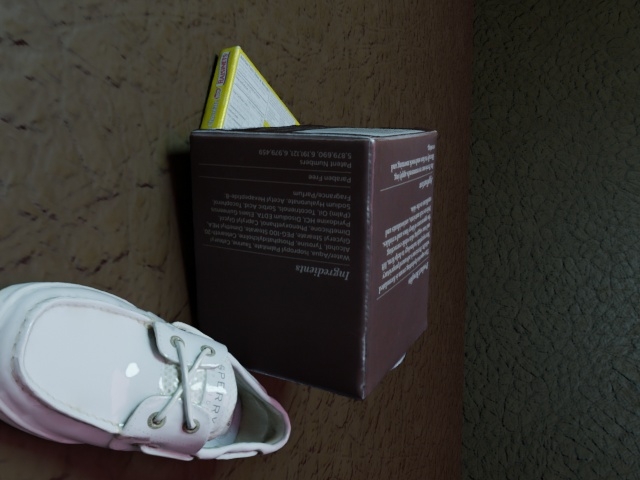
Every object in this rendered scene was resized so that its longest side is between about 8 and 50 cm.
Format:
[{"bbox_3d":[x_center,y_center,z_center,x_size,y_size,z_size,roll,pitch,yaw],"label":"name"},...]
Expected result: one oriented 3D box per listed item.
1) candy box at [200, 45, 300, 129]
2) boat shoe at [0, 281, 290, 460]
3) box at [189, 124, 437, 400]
[{"bbox_3d":[-0.055,-0.099,0.591,0.206,0.027,0.105,43,50,-59],"label":"candy box"},{"bbox_3d":[-0.101,0.101,0.387,0.277,0.096,0.098,48,47,-56],"label":"boat shoe"},{"bbox_3d":[0.000,0.000,0.499,0.168,0.166,0.203,-23,117,-61],"label":"box"}]
